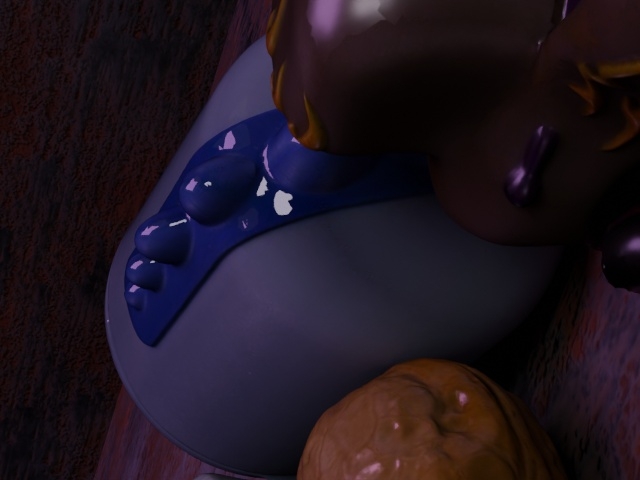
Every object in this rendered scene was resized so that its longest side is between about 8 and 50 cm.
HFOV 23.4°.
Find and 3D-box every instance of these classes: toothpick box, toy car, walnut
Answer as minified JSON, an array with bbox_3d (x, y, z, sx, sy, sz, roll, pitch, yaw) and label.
[{"bbox_3d":[0.000,0.000,0.969,0.354,0.263,0.263,131,150,-60],"label":"toothpick box"},{"bbox_3d":[0.117,-0.129,0.651,0.340,0.240,0.271,129,150,-67],"label":"toy car"},{"bbox_3d":[0.063,0.139,0.808,0.180,0.144,0.144,59,135,49],"label":"walnut"}]

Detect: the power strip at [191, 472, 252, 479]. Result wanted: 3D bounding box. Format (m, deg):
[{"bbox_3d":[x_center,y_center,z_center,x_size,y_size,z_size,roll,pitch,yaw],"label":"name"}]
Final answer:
[{"bbox_3d":[-0.041,0.334,0.997,0.357,0.161,0.357,-166,90,-77],"label":"power strip"}]
